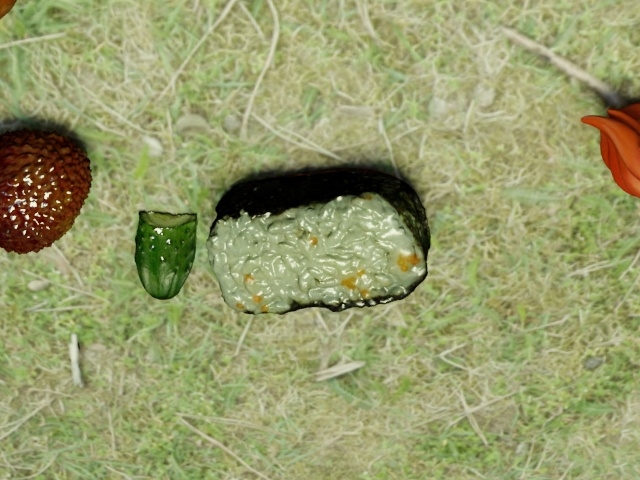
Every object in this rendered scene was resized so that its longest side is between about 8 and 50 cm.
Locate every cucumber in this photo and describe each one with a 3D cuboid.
[{"bbox_3d":[-0.169,0.022,1.056,0.067,0.035,0.107,4,120,-6],"label":"cucumber"}]

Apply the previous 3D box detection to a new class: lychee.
[{"bbox_3d":[-0.288,-0.051,0.967,0.129,0.123,0.123,-16,118,-3],"label":"lychee"}]

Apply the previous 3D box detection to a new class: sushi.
[{"bbox_3d":[0.000,0.000,0.999,0.225,0.126,0.136,-8,118,4],"label":"sushi"}]

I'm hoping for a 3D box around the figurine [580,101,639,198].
[{"bbox_3d":[0.376,-0.105,0.940,0.208,0.181,0.257,-14,129,-40],"label":"figurine"}]

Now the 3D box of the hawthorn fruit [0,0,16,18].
[{"bbox_3d":[-0.318,-0.227,0.883,0.081,0.093,0.081,-1,120,-1],"label":"hawthorn fruit"}]
